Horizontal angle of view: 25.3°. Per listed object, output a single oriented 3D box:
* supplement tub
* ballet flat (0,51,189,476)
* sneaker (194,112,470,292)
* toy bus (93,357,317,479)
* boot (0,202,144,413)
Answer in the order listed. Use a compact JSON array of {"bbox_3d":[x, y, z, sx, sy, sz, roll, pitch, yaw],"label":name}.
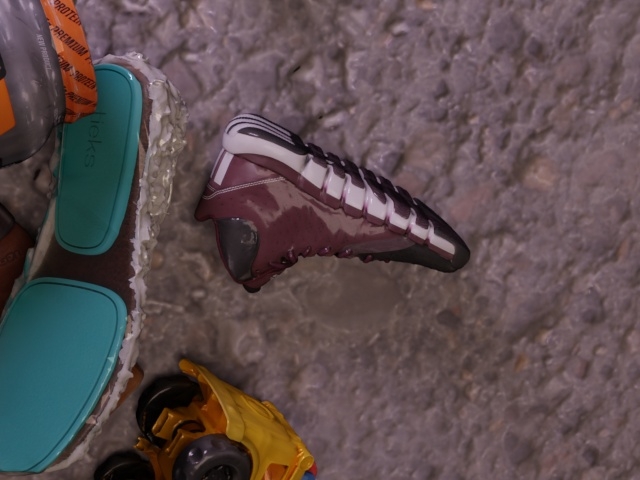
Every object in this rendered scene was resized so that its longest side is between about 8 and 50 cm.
[{"bbox_3d":[-0.362,-0.130,1.195,0.316,0.193,0.193,-21,111,-19],"label":"supplement tub"},{"bbox_3d":[-0.202,0.030,1.339,0.147,0.147,0.408,17,88,-19],"label":"ballet flat"},{"bbox_3d":[0.000,0.000,1.446,0.281,0.106,0.162,28,103,-10],"label":"sneaker"},{"bbox_3d":[-0.106,0.261,1.480,0.211,0.149,0.220,26,101,-37],"label":"toy bus"},{"bbox_3d":[-0.354,0.117,1.404,0.264,0.096,0.280,-38,120,-9],"label":"boot"}]
